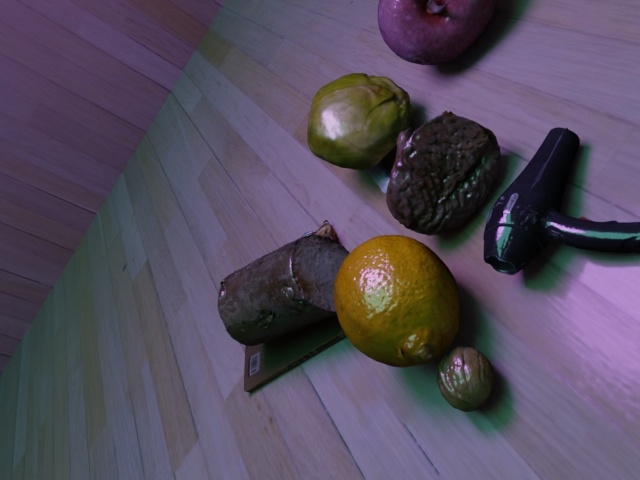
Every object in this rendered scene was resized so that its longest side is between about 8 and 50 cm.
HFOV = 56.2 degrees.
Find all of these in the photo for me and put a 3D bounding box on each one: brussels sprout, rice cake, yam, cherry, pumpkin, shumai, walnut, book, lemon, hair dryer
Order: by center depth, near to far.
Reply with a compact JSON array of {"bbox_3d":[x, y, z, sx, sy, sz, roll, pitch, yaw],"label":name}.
[{"bbox_3d":[0.367,-0.040,0.793,0.272,0.091,0.235,18,72,45],"label":"hair dryer"},{"bbox_3d":[0.199,0.190,0.823,0.092,0.092,0.092,-33,43,37],"label":"walnut"},{"bbox_3d":[0.115,0.092,0.911,0.188,0.188,0.256,-53,33,14],"label":"lemon"},{"bbox_3d":[0.193,-0.121,1.017,0.205,0.166,0.175,-52,12,13],"label":"shumai"},{"bbox_3d":[0.221,-0.452,1.141,0.236,0.212,0.285,-26,23,13],"label":"cherry"},{"bbox_3d":[-0.080,0.103,1.162,0.304,0.168,0.167,-26,47,40],"label":"yam"},{"bbox_3d":[0.076,-0.234,1.188,0.223,0.161,0.223,-16,43,15],"label":"brussels sprout"},{"bbox_3d":[0.115,-0.149,1.227,0.042,0.031,0.180,-55,33,19],"label":"rice cake"},{"bbox_3d":[-0.059,0.164,1.251,0.310,0.021,0.216,-36,40,34],"label":"book"},{"bbox_3d":[-0.001,0.002,1.264,0.073,0.035,0.101,-32,26,11],"label":"pumpkin"}]
